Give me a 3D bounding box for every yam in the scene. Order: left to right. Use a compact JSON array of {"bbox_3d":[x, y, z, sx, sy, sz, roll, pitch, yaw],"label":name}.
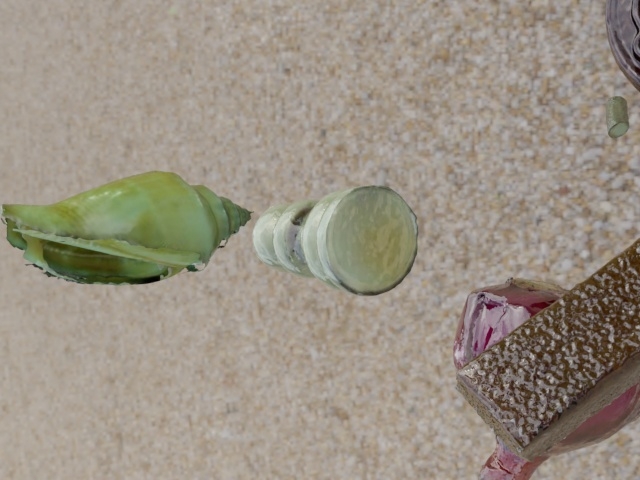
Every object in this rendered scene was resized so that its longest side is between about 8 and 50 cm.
[{"bbox_3d":[0.567,-0.235,1.821,0.094,0.043,0.043,-79,12,-45],"label":"yam"}]

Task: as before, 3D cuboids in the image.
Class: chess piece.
[{"bbox_3d":[0.000,0.000,1.197,0.243,0.133,0.133,0,94,59],"label":"chess piece"}]

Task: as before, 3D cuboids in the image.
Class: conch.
[{"bbox_3d":[-0.140,-0.006,0.738,0.079,0.201,0.095,-117,26,-43],"label":"conch"}]

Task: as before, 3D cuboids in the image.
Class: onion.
[{"bbox_3d":[0.423,0.291,1.788,0.398,0.398,0.420,2,79,60],"label":"onion"}]

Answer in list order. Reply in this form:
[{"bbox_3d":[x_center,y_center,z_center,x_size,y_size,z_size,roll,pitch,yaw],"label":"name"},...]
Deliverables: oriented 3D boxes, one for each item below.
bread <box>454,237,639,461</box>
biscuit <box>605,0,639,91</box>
[{"bbox_3d":[0.413,0.150,1.430,0.165,0.416,0.113,52,170,28],"label":"bread"},{"bbox_3d":[0.665,-0.416,1.605,0.407,0.091,0.407,-7,81,46],"label":"biscuit"}]
